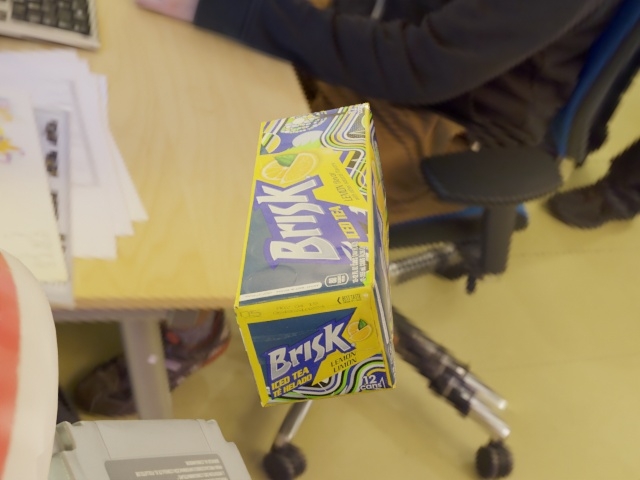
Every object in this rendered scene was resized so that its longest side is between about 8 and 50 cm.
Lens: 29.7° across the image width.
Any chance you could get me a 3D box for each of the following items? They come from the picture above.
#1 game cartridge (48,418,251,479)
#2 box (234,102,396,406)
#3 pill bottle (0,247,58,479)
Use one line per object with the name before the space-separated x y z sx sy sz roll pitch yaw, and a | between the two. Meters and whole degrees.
game cartridge | -0.124 0.245 1.001 0.297 0.062 0.198 20 45 -67
box | 0.000 0.000 0.548 0.059 0.054 0.169 -9 31 7
pill bottle | -0.226 0.031 0.303 0.283 0.161 0.161 25 34 -36
